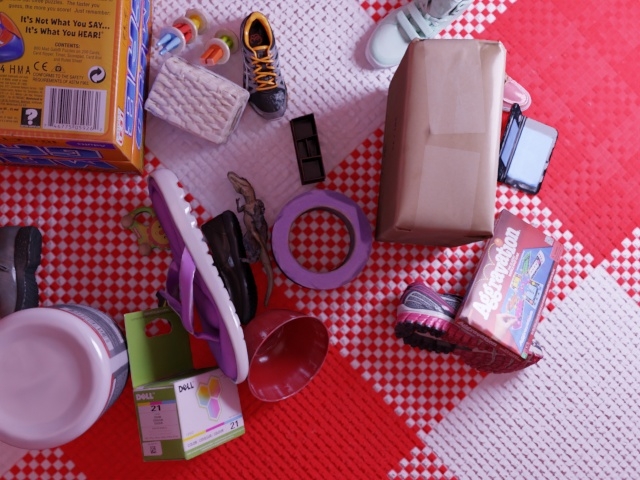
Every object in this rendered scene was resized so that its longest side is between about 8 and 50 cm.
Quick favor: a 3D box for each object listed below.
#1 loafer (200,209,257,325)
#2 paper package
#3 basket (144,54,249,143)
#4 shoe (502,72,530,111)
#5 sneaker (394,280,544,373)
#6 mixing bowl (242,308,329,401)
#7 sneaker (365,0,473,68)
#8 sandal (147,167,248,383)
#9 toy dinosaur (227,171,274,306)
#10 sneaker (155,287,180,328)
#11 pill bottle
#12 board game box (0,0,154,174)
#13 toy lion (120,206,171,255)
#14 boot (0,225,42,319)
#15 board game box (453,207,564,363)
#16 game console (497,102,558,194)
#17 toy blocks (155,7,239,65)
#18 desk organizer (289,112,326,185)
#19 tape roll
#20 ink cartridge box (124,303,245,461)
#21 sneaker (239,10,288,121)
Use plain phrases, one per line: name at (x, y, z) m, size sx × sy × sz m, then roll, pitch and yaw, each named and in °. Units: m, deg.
loafer at (-0.174, 0.056, 1.549) m, size 0.078 × 0.080 × 0.220 m, roll -14°, pitch 82°, yaw 8°
paper package at (0.206, -0.158, 1.469) m, size 0.168 × 0.309 × 0.324 m, roll 5°, pitch 86°, yaw -2°
basket at (-0.231, -0.258, 1.526) m, size 0.167 × 0.103 × 0.113 m, roll 26°, pitch 104°, yaw -3°
shoe at (0.338, -0.311, 1.603) m, size 0.178 × 0.081 × 0.063 m, roll 30°, pitch 85°, yaw -3°
sneaker at (0.290, 0.165, 1.562) m, size 0.299 × 0.121 × 0.112 m, roll 22°, pitch 55°, yaw -11°
mixing bowl at (-0.084, 0.194, 1.513) m, size 0.181 × 0.181 × 0.098 m, roll -50°, pitch 49°, yaw -6°
sneaker at (0.195, -0.431, 1.563) m, size 0.256 × 0.151 × 0.094 m, roll -39°, pitch 92°, yaw -5°
sandal at (-0.244, 0.073, 1.471) m, size 0.102 × 0.169 × 0.416 m, roll -19°, pitch 74°, yaw -19°
toy dinosaur at (-0.121, -0.007, 1.528) m, size 0.064 × 0.118 × 0.268 m, roll -12°, pitch 88°, yaw 0°
sneaker at (-0.287, 0.129, 1.555) m, size 0.035 × 0.031 × 0.083 m, roll -10°, pitch 93°, yaw 19°
pill bottle at (-0.429, 0.211, 1.367) m, size 0.210 × 0.363 × 0.210 m, roll 0°, pitch 87°, yaw -6°
board game box at (-0.487, -0.319, 1.393) m, size 0.357 × 0.356 × 0.356 m, roll 3°, pitch 87°, yaw -5°
toy lion at (-0.314, -0.022, 1.558) m, size 0.096 × 0.034 × 0.100 m, roll -33°, pitch 90°, yaw -13°
boot at (-0.606, 0.084, 1.511) m, size 0.161 × 0.083 × 0.246 m, roll 2°, pitch 81°, yaw 2°
board game box at (0.359, 0.079, 1.547) m, size 0.145 × 0.027 × 0.281 m, roll 31°, pitch 56°, yaw -2°
game console at (0.399, -0.177, 1.603) m, size 0.085 × 0.124 × 0.144 m, roll 17°, pitch 85°, yaw 23°
toy blocks at (-0.231, -0.362, 1.527) m, size 0.123 × 0.054 × 0.148 m, roll 33°, pitch 40°, yaw -2°
desk organizer at (-0.024, -0.176, 1.580) m, size 0.047 × 0.050 × 0.130 m, roll -11°, pitch 88°, yaw -6°
tape roll at (0.000, 0.000, 1.559) m, size 0.189 × 0.080 × 0.189 m, roll 0°, pitch 87°, yaw -6°
ink cartridge box at (-0.241, 0.241, 1.461) m, size 0.097 × 0.189 × 0.255 m, roll -10°, pitch 88°, yaw 27°
sneaker at (-0.113, -0.333, 1.565) m, size 0.084 × 0.083 × 0.215 m, roll -14°, pitch 90°, yaw -7°
